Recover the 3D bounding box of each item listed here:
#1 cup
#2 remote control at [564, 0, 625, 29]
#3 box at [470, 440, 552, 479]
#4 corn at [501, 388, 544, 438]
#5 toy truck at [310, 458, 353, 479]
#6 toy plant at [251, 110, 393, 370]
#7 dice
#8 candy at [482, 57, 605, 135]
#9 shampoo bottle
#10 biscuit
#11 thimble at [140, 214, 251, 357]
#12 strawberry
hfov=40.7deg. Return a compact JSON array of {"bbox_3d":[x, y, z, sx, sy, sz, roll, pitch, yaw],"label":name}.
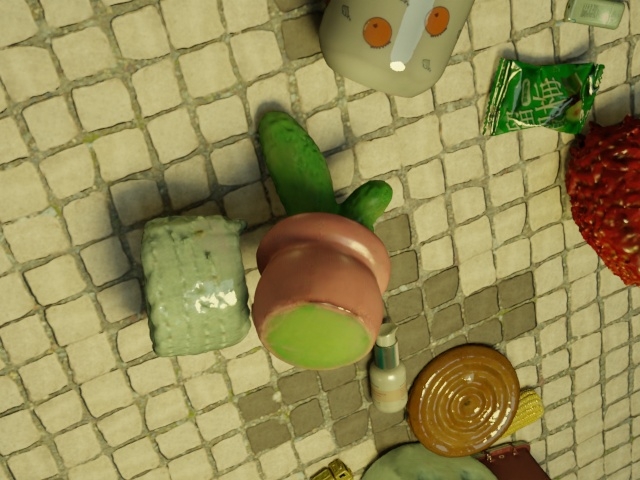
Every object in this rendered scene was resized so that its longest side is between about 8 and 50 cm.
[{"bbox_3d":[0.128,-0.385,1.275,0.212,0.212,0.317,10,112,-29],"label":"cup"},{"bbox_3d":[0.493,-0.410,1.550,0.124,0.018,0.053,0,115,-26],"label":"remote control"},{"bbox_3d":[0.433,0.632,1.996,0.193,0.167,0.294,-12,121,-21],"label":"box"},{"bbox_3d":[0.419,0.395,1.925,0.165,0.063,0.085,-28,139,-7],"label":"corn"},{"bbox_3d":[0.026,0.499,1.803,0.083,0.049,0.054,-34,124,-3],"label":"toy truck"},{"bbox_3d":[-0.004,0.005,1.350,0.210,0.356,0.317,-16,133,30],"label":"toy plant"},{"bbox_3d":[0.236,0.610,1.830,0.262,0.264,0.268,6,113,-28],"label":"dice"},{"bbox_3d":[0.397,-0.255,1.556,0.203,0.078,0.141,0,105,-12],"label":"candy"},{"bbox_3d":[0.132,0.252,1.703,0.074,0.074,0.192,-17,123,-16],"label":"shampoo bottle"},{"bbox_3d":[0.308,0.344,1.826,0.262,0.037,0.262,-5,106,-16],"label":"biscuit"},{"bbox_3d":[-0.194,0.067,1.367,0.172,0.205,0.250,-6,127,-14],"label":"thimble"},{"bbox_3d":[0.616,-0.064,1.601,0.292,0.343,0.292,-9,135,-9],"label":"strawberry"}]
